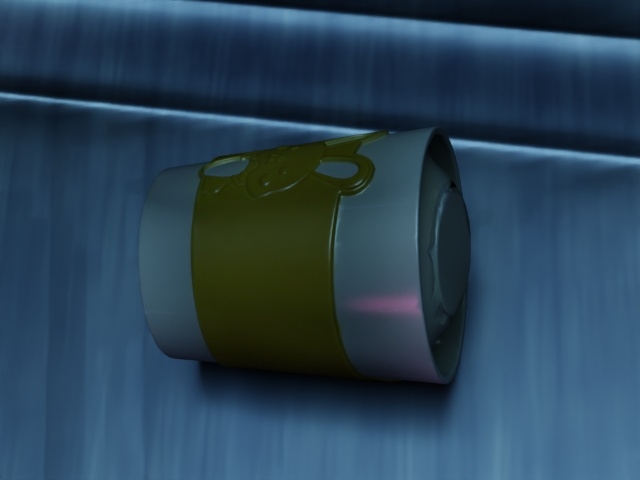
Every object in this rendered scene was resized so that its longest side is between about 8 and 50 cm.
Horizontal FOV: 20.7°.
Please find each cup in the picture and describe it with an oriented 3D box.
[{"bbox_3d":[0.000,0.000,1.305,0.226,0.185,0.241,-3,29,14],"label":"cup"}]
